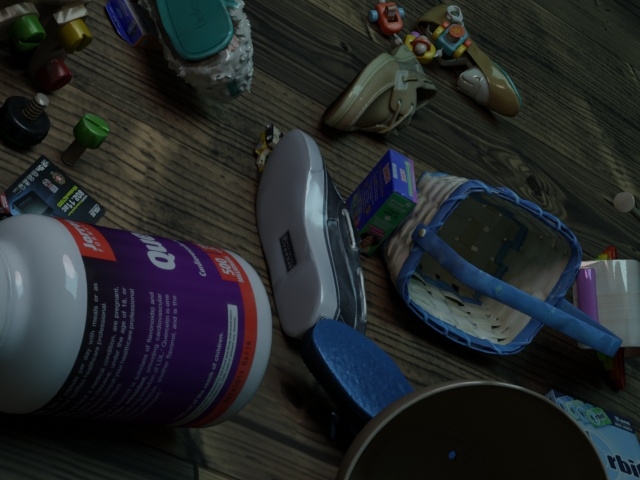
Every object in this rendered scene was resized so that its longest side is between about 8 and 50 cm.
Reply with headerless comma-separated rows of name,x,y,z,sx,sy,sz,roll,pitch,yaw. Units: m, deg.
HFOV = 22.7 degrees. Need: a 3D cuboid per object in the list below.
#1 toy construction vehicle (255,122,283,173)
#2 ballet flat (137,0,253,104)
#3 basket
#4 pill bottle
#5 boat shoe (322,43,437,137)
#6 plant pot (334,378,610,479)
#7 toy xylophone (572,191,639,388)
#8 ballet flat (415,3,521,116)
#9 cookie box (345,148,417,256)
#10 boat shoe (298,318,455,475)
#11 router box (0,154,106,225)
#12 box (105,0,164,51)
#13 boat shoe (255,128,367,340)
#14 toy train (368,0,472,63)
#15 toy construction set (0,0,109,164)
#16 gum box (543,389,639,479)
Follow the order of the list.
toy construction vehicle,-0.047,-0.103,2.054,0.086,0.035,0.098,39,31,-33
ballet flat,-0.177,-0.337,2.055,0.147,0.147,0.409,15,46,-42
basket,0.222,0.044,2.005,0.255,0.201,0.289,28,4,-27
pill bottle,-0.211,0.076,1.479,0.323,0.181,0.181,12,44,-45
boat shoe,0.094,-0.202,2.275,0.098,0.109,0.302,45,24,2
plant pot,0.132,0.270,1.628,0.284,0.284,0.191,39,-4,-11
toy xylophone,0.413,0.069,2.197,0.323,0.081,0.236,38,50,-66
ballet flat,0.233,-0.282,2.594,0.073,0.080,0.232,-24,67,-29
cookie box,0.077,-0.049,2.057,0.040,0.107,0.092,26,35,-21
boat shoe,0.061,0.203,1.764,0.258,0.089,0.109,50,43,-3
router box,-0.286,-0.025,1.652,0.092,0.038,0.122,42,30,-7
box,-0.215,-0.282,2.064,0.136,0.028,0.081,3,51,-52
boat shoe,0.000,0.000,1.910,0.102,0.108,0.301,22,40,-34
toy train,0.166,-0.341,2.532,0.166,0.046,0.125,-5,66,-21
toy construction set,-0.330,-0.290,1.722,0.257,0.237,0.309,16,41,-41
gum box,0.365,0.295,2.065,0.157,0.041,0.184,22,38,-35
